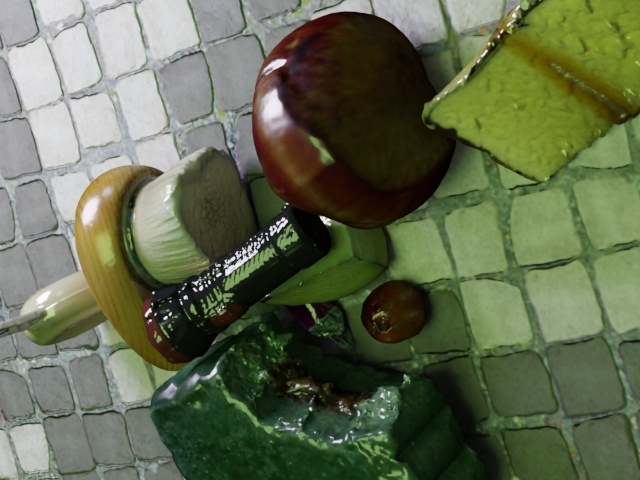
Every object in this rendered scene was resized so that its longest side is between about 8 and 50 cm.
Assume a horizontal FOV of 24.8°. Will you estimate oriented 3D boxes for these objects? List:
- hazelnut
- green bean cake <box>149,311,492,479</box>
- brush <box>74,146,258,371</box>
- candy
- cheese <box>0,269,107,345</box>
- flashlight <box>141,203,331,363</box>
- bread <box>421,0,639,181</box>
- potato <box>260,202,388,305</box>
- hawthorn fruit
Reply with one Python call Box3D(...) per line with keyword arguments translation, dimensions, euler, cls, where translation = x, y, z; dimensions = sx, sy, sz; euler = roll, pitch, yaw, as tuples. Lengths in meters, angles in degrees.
Box3D(translation=(0.021, -0.122, 1.518), dimensions=(0.229, 0.229, 0.229), euler=(12, 112, 33), cls="hazelnut")
Box3D(translation=(0.002, 0.226, 1.638), dimensions=(0.308, 0.169, 0.300), euler=(-26, 99, 42), cls="green bean cake")
Box3D(translation=(-0.168, 0.030, 1.733), dimensions=(0.166, 0.174, 0.267), euler=(-6, 109, 28), cls="brush")
Box3D(translation=(-0.023, 0.062, 1.703), dimensions=(0.175, 0.045, 0.043), euler=(51, 143, 12), cls="candy")
Box3D(translation=(-0.337, 0.091, 1.831), dimensions=(0.137, 0.227, 0.064), euler=(-37, 81, 34), cls="cheese")
Box3D(translation=(-0.090, 0.047, 1.605), dimensions=(0.232, 0.093, 0.093), euler=(-34, 83, 23), cls="flashlight")
Box3D(translation=(0.226, -0.184, 1.404), dimensions=(0.266, 0.178, 0.142), euler=(-46, 45, 34), cls="bread")
Box3D(translation=(0.000, 0.000, 1.656), dimensions=(0.149, 0.081, 0.120), euler=(-27, 61, 36), cls="potato")
Box3D(translation=(0.079, 0.080, 1.615), dimensions=(0.077, 0.077, 0.077), euler=(12, 112, 33), cls="hawthorn fruit")
